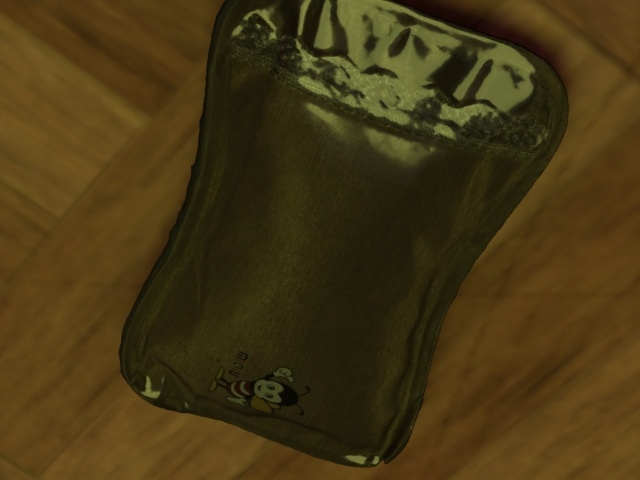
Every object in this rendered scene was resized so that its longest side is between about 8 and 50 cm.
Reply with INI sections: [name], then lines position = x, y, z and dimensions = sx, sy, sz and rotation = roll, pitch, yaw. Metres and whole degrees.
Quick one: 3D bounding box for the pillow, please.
[pillow]
position = 0.000, 0.000, 0.633
dimensions = 0.130, 0.033, 0.217
rotation = 20, 128, -5
